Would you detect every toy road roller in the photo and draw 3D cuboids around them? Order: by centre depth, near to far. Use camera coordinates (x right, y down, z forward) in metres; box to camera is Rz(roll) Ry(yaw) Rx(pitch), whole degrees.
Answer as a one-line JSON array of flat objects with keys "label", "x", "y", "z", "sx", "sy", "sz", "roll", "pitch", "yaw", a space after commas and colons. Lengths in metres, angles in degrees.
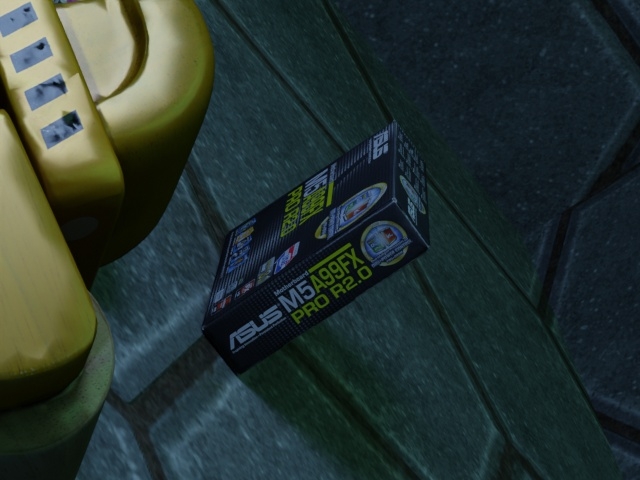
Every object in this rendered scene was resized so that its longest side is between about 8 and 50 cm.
[{"label": "toy road roller", "x": -0.159, "y": -0.017, "z": 1.026, "sx": 0.329, "sy": 0.240, "sz": 0.202, "roll": 65, "pitch": -28, "yaw": 23}]

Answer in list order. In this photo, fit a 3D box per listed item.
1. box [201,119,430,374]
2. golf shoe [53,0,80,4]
[{"label": "box", "x": 0.000, "y": 0.000, "z": 1.762, "sx": 0.060, "sy": 0.216, "sz": 0.270, "roll": 52, "pitch": 14, "yaw": -14}, {"label": "golf shoe", "x": -0.188, "y": -0.096, "z": 1.554, "sx": 0.140, "sy": 0.115, "sz": 0.306, "roll": 48, "pitch": 16, "yaw": -46}]
